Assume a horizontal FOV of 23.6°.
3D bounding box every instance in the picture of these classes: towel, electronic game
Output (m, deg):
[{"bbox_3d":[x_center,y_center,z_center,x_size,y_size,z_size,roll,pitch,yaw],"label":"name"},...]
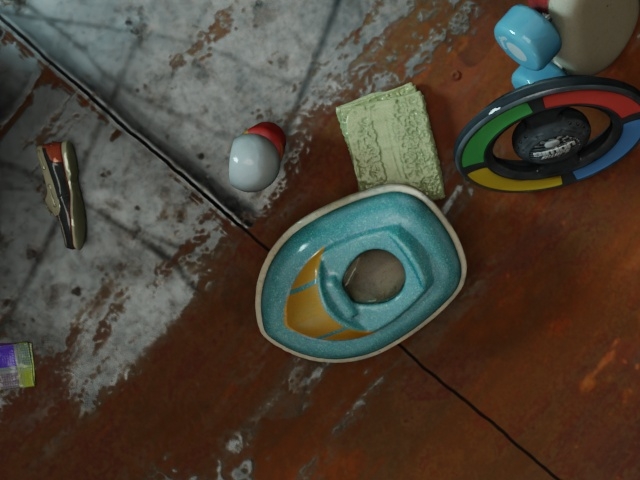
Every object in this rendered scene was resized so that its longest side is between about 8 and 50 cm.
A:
[{"bbox_3d":[-0.401,0.159,1.927,0.083,0.009,0.060,-5,94,4],"label":"towel"},{"bbox_3d":[0.088,-0.109,1.861,0.110,0.027,0.148,-16,94,5],"label":"towel"},{"bbox_3d":[0.265,-0.118,1.761,0.229,0.229,0.048,-13,63,5],"label":"electronic game"}]

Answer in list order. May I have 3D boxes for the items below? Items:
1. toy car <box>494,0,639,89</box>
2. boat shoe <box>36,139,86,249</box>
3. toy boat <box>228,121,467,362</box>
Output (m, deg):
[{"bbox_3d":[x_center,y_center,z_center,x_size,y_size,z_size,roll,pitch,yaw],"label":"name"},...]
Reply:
[{"bbox_3d":[0.245,-0.312,1.780,0.238,0.210,0.219,39,83,28],"label":"toy car"},{"bbox_3d":[-0.318,-0.054,1.883,0.043,0.049,0.137,-9,92,8],"label":"boat shoe"},{"bbox_3d":[0.000,0.000,1.797,0.267,0.148,0.318,-35,100,16],"label":"toy boat"}]
